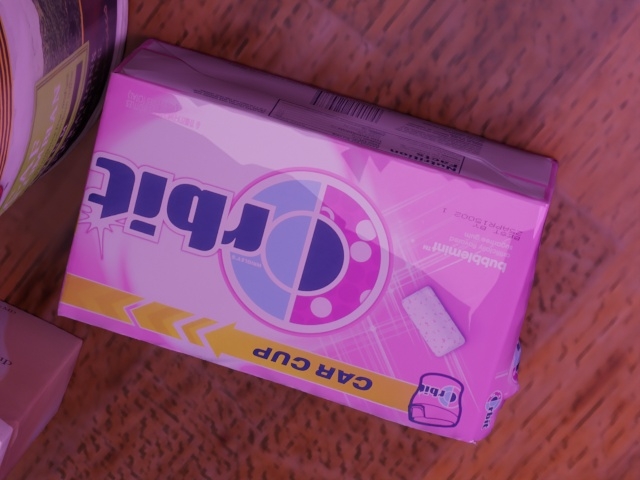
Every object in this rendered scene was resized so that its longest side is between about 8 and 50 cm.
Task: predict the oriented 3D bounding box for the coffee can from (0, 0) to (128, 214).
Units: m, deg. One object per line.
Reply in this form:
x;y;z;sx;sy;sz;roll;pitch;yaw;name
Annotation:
-0.200;-0.062;0.696;0.202;0.275;0.201;3;110;9;coffee can

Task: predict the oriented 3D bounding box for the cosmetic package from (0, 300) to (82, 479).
-0.146;0.066;0.817;0.060;0.115;0.041;24;111;0;cosmetic package

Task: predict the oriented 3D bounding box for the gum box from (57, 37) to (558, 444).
0.000;0.000;0.795;0.188;0.062;0.107;17;111;4;gum box
